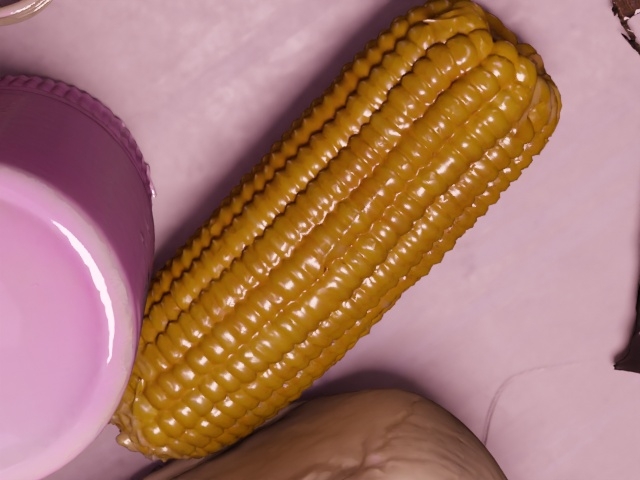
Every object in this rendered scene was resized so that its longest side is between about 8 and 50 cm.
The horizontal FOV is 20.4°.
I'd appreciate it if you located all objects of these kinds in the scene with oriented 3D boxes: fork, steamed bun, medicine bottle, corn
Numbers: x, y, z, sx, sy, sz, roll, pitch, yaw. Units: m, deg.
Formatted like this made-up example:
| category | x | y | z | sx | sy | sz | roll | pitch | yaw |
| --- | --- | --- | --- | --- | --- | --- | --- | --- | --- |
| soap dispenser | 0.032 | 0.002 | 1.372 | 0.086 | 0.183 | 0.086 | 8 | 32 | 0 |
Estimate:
| category | x | y | z | sx | sy | sz | roll | pitch | yaw |
| --- | --- | --- | --- | --- | --- | --- | --- | --- | --- |
| fork | -0.256 | -0.129 | 1.086 | 0.219 | 0.034 | 0.028 | -15 | 97 | 1 |
| steamed bun | -0.020 | 0.256 | 1.061 | 0.334 | 0.312 | 0.233 | -27 | 102 | 11 |
| medicine bottle | -0.183 | 0.011 | 0.993 | 0.178 | 0.291 | 0.178 | -1 | 104 | -3 |
| corn | 0.000 | 0.000 | 1.087 | 0.131 | 0.131 | 0.344 | 41 | 101 | -12 |

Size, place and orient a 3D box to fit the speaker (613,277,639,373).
| category | x | y | z | sx | sy | sz | roll | pitch | yaw |
| --- | --- | --- | --- | --- | --- | --- | --- | --- | --- |
| speaker | 0.306 | 0.006 | 1.001 | 0.180 | 0.388 | 0.184 | 11 | 87 | -7 |

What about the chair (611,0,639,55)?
| category | x | y | z | sx | sy | sz | roll | pitch | yaw |
| --- | --- | --- | --- | --- | --- | --- | --- | --- | --- |
| chair | 0.263 | -0.198 | 1.073 | 0.174 | 0.149 | 0.213 | -10 | 147 | -3 |
